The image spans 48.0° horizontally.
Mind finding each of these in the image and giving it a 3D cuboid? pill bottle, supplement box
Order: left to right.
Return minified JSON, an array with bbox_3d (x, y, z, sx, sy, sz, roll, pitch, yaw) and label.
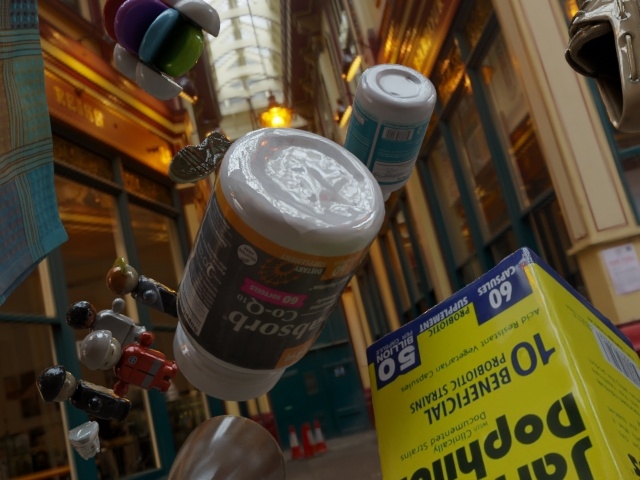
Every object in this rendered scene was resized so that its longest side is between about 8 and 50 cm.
[{"bbox_3d":[-0.057,0.036,0.739,0.162,0.162,0.278,-6,-40,-33],"label":"pill bottle"},{"bbox_3d":[0.120,-0.193,1.381,0.146,0.146,0.264,-9,-39,-21],"label":"pill bottle"},{"bbox_3d":[0.184,0.217,0.579,0.194,0.356,0.195,-38,-56,26],"label":"supplement box"}]

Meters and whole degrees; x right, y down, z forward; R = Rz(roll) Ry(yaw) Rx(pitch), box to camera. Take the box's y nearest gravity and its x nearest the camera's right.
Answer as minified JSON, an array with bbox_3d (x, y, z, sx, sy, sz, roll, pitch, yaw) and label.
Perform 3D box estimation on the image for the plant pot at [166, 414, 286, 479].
[{"bbox_3d":[-0.190,0.450,1.283,0.215,0.215,0.230,-15,0,10],"label":"plant pot"}]

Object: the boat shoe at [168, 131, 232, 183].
[{"bbox_3d":[-0.185,-0.116,1.082,0.048,0.056,0.153,-46,7,34],"label":"boat shoe"}]

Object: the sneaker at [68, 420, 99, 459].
[{"bbox_3d":[-0.420,0.363,1.300,0.054,0.061,0.152,-24,-3,-21],"label":"sneaker"}]

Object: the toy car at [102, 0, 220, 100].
[{"bbox_3d":[-0.251,-0.313,1.070,0.159,0.182,0.136,-54,-40,6],"label":"toy car"}]

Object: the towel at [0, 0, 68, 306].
[{"bbox_3d":[-0.391,-0.120,0.879,0.040,0.370,0.271,2,21,2],"label":"towel"}]

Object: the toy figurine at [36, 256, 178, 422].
[{"bbox_3d":[-0.325,0.157,1.121,0.148,0.209,0.213,29,-47,-30],"label":"toy figurine"}]

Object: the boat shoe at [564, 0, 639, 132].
[{"bbox_3d":[0.356,-0.256,0.871,0.110,0.341,0.121,-7,-45,2],"label":"boat shoe"}]
